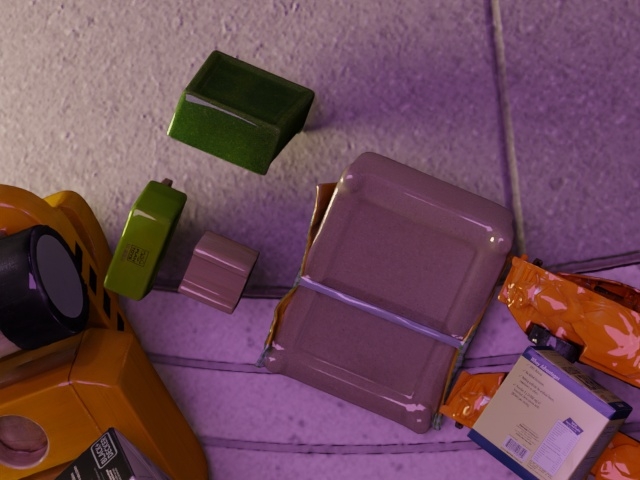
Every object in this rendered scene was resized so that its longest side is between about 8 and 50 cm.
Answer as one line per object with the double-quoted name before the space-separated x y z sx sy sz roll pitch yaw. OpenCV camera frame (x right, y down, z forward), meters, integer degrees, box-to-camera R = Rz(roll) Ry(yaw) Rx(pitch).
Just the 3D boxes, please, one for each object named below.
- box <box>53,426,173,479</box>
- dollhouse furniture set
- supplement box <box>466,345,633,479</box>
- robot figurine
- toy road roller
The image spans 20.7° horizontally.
"box" -0.206 0.308 1.379 0.290 0.169 0.087 -42 29 1
"dollhouse furniture set" 0.000 0.000 1.469 0.302 0.151 0.197 23 108 1
"supplement box" 0.170 0.135 1.301 0.083 0.056 0.083 37 101 20
"robot figurine" 0.252 0.134 1.347 0.291 0.085 0.211 27 93 22
"toy road roller" -0.239 0.102 1.497 0.203 0.240 0.329 -21 113 16
